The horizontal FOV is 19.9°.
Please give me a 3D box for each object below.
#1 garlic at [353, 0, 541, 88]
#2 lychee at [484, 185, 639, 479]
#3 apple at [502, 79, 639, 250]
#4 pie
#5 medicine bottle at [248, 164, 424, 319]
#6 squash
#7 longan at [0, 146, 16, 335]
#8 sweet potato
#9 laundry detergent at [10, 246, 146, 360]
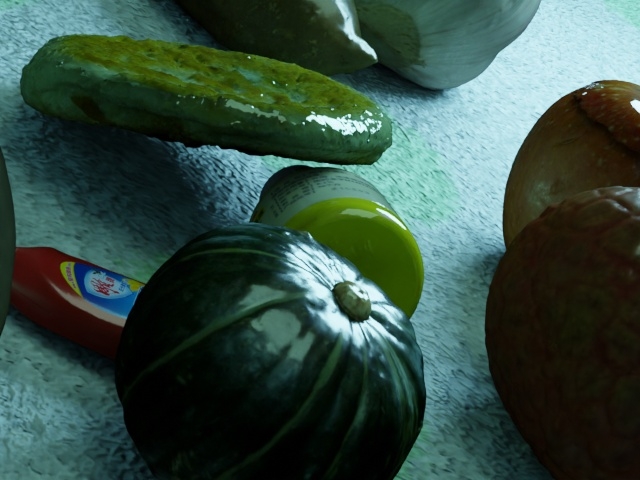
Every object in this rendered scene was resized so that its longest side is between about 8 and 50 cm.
[{"bbox_3d":[0.096,-0.317,1.918,0.317,0.259,0.317,24,-10,5],"label":"garlic"},{"bbox_3d":[0.248,0.076,1.417,0.255,0.255,0.300,25,37,-8],"label":"lychee"},{"bbox_3d":[0.290,-0.012,1.650,0.272,0.206,0.251,42,19,19],"label":"apple"},{"bbox_3d":[-0.088,-0.110,1.490,0.323,0.070,0.323,11,12,-2],"label":"pie"},{"bbox_3d":[0.000,0.000,1.436,0.122,0.121,0.212,20,13,-17],"label":"medicine bottle"},{"bbox_3d":[-0.031,0.090,1.187,0.218,0.172,0.218,28,21,-11],"label":"squash"},{"bbox_3d":[-0.298,-0.006,1.039,0.258,0.258,0.258,23,27,-12],"label":"longan"},{"bbox_3d":[-0.103,-0.276,1.831,0.130,0.130,0.423,-3,32,-47],"label":"sweet potato"},{"bbox_3d":[-0.173,0.036,1.283,0.165,0.049,0.097,24,20,-6],"label":"laundry detergent"}]
